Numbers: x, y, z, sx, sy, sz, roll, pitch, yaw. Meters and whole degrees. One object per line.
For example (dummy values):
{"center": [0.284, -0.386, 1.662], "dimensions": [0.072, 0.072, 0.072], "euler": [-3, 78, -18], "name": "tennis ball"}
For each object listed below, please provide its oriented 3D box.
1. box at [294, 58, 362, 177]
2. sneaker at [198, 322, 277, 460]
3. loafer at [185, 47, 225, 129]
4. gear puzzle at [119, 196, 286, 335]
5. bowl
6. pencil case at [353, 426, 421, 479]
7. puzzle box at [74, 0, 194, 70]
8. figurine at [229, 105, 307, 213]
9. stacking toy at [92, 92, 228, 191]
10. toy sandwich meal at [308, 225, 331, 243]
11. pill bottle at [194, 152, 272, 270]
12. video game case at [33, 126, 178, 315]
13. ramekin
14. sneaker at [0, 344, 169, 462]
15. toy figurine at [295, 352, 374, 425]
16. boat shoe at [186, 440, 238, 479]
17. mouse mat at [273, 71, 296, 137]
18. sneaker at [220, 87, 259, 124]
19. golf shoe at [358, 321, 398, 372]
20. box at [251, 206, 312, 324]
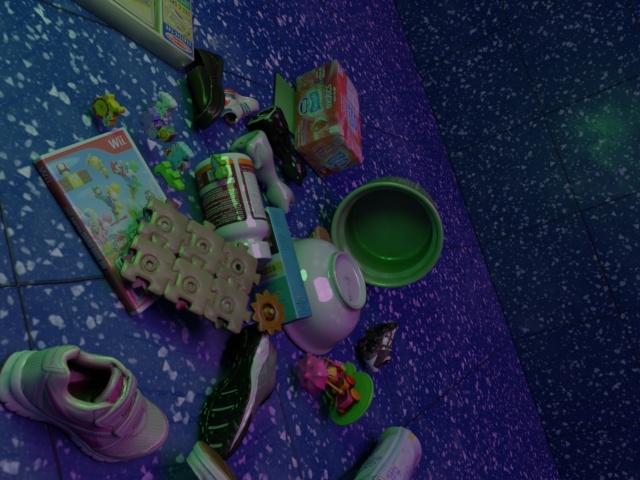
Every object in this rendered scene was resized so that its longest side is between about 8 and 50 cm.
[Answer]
{"center": [0.024, -0.356, 1.676], "dimensions": [0.154, 0.142, 0.299], "euler": [43, 37, -47], "name": "box"}
{"center": [-0.131, 0.275, 1.033], "dimensions": [0.108, 0.100, 0.271], "euler": [58, 29, -29], "name": "sneaker"}
{"center": [-0.262, -0.335, 1.258], "dimensions": [0.078, 0.080, 0.219], "euler": [25, 44, -39], "name": "loafer"}
{"center": [-0.191, 0.069, 1.022], "dimensions": [0.339, 0.044, 0.175], "euler": [34, 50, -32], "name": "gear puzzle"}
{"center": [0.016, 0.112, 1.362], "dimensions": [0.298, 0.134, 0.297], "euler": [39, 39, -42], "name": "bowl"}
{"center": [0.145, 0.535, 1.311], "dimensions": [0.273, 0.114, 0.124], "euler": [-24, 114, -63], "name": "pencil case"}
{"center": [-0.420, -0.553, 1.146], "dimensions": [0.409, 0.052, 0.271], "euler": [25, 50, -52], "name": "puzzle box"}
{"center": [-0.109, -0.191, 1.409], "dimensions": [0.209, 0.092, 0.214], "euler": [58, 30, -27], "name": "figurine"}
{"center": [-0.282, -0.179, 1.043], "dimensions": [0.221, 0.052, 0.167], "euler": [49, 28, 5], "name": "stacking toy"}
{"center": [0.000, 0.000, 1.523], "dimensions": [0.085, 0.029, 0.085], "euler": [47, 31, -39], "name": "toy sandwich meal"}
{"center": [-0.173, -0.054, 1.157], "dimensions": [0.121, 0.121, 0.221], "euler": [5, 67, -59], "name": "pill bottle"}
{"center": [-0.328, -0.040, 0.979], "dimensions": [0.285, 0.025, 0.204], "euler": [61, 29, -12], "name": "video game case"}
{"center": [0.191, -0.034, 1.605], "dimensions": [0.303, 0.304, 0.148], "euler": [62, 21, -11], "name": "ramekin"}
{"center": [-0.291, 0.221, 0.770], "dimensions": [0.252, 0.111, 0.102], "euler": [44, 37, -39], "name": "sneaker"}
{"center": [0.014, 0.299, 1.273], "dimensions": [0.159, 0.130, 0.173], "euler": [41, 16, -26], "name": "toy figurine"}
{"center": [-0.145, 0.438, 0.891], "dimensions": [0.277, 0.096, 0.098], "euler": [63, -15, -17], "name": "boat shoe"}
{"center": [-0.087, -0.379, 1.654], "dimensions": [0.153, 0.007, 0.189], "euler": [40, 40, -42], "name": "mouse mat"}
{"center": [-0.202, -0.311, 1.371], "dimensions": [0.161, 0.057, 0.075], "euler": [1, 94, -66], "name": "sneaker"}
{"center": [0.163, 0.288, 1.573], "dimensions": [0.198, 0.077, 0.093], "euler": [-31, 109, -55], "name": "golf shoe"}
{"center": [-0.103, 0.059, 1.224], "dimensions": [0.060, 0.101, 0.244], "euler": [2, 69, -59], "name": "box"}
